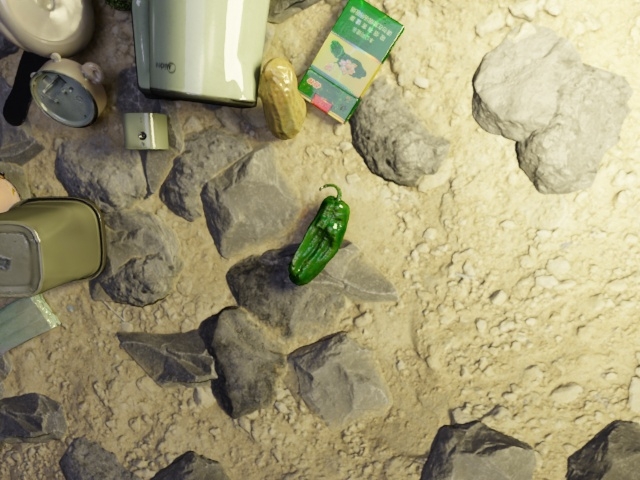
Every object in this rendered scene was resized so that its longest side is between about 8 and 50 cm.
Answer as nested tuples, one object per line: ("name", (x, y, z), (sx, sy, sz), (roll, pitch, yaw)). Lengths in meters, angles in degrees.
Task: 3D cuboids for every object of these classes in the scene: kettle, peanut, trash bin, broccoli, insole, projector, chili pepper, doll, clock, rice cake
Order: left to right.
("rice cake", (-0.812, 0.224, 1.311), (0.211, 0.038, 0.124), (-31, 93, 14))
("insole", (-0.717, -0.398, 1.205), (0.086, 0.005, 0.253), (36, 103, 4))
("trash bin", (-0.651, 0.019, 1.118), (0.219, 0.250, 0.219), (-1, 101, -1))
("doll", (-0.634, -0.528, 1.090), (0.221, 0.221, 0.251), (-27, 126, 14))
("clock", (-0.577, -0.334, 1.118), (0.229, 0.063, 0.155), (-21, 132, 29))
("broccoli", (-0.458, -0.567, 1.087), (0.092, 0.095, 0.097), (-24, 87, 26))
("projector", (-0.403, -0.251, 1.131), (0.083, 0.083, 0.082), (1, 100, 11))
("kettle", (-0.267, -0.478, 1.009), (0.361, 0.250, 0.376), (14, 105, 29))
("peanut", (-0.078, -0.294, 1.030), (0.094, 0.194, 0.083), (-14, 52, -8))
("chili pepper", (-0.002, -0.003, 1.105), (0.100, 0.074, 0.257), (29, 104, 4))

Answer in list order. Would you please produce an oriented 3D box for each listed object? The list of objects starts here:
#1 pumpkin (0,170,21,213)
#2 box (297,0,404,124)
("pumpkin", (-0.809, -0.058, 1.242), (0.163, 0.111, 0.278), (-25, 103, -5))
("box", (0.061, -0.384, 1.049), (0.132, 0.034, 0.235), (35, 104, 3))
